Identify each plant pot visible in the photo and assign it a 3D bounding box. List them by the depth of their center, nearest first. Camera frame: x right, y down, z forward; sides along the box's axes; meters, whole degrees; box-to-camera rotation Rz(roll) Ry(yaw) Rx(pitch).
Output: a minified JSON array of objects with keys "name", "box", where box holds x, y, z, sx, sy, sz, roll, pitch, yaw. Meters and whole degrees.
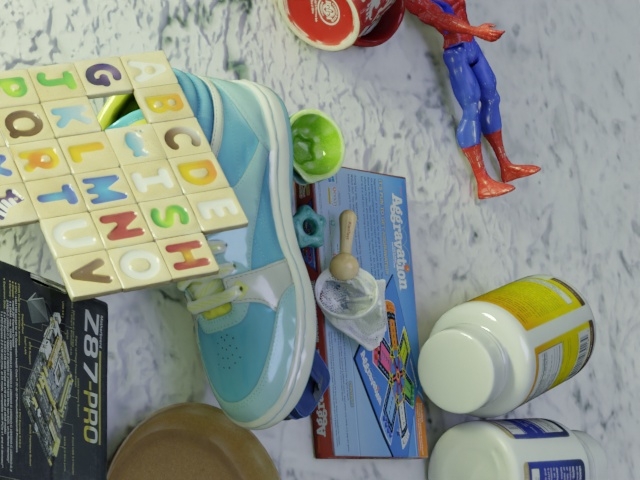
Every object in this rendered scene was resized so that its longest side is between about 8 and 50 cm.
[{"name":"plant pot","box":[-0.111,0.256,1.664,0.236,0.032,0.236,16,68,-46]}]

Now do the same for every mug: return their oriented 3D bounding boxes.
[{"name":"mug","box":[0.048,-0.255,1.932,0.150,0.113,0.169,56,47,-21]}]

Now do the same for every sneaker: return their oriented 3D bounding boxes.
[{"name":"sneaker","box":[-0.116,-0.002,1.658,0.208,0.127,0.319,17,58,-49]}]

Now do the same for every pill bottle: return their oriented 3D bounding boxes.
[{"name":"pill bottle","box":[0.184,0.108,1.972,0.215,0.117,0.117,-17,94,-57]},{"name":"pill bottle","box":[0.205,0.235,1.982,0.187,0.112,0.112,5,76,-49]}]

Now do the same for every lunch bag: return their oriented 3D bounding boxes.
[{"name":"lunch bag","box":[-0.036,0.118,1.762,0.098,0.065,0.067,55,44,-24]}]

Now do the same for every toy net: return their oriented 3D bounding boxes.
[{"name":"toy net","box":[0.000,0.000,1.820,0.122,0.045,0.232,-30,96,-36]}]

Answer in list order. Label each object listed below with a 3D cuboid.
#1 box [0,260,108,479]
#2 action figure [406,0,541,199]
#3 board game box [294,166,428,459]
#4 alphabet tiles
[{"name":"box","box":[-0.260,0.206,1.383,0.318,0.097,0.394,25,60,-62]},{"name":"action figure","box":[0.181,-0.195,2.058,0.091,0.139,0.280,-35,105,-50]},{"name":"board game box","box":[0.040,0.070,1.897,0.145,0.027,0.281,8,74,-47]},{"name":"alphabet tiles","box":[-0.174,-0.053,1.527,0.198,0.009,0.237,-10,52,-24]}]
